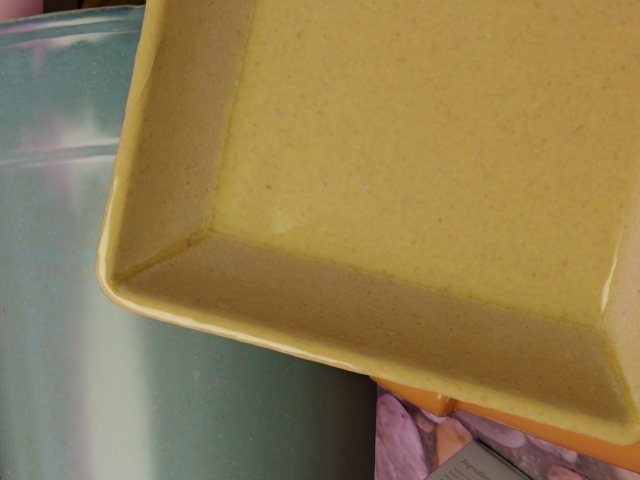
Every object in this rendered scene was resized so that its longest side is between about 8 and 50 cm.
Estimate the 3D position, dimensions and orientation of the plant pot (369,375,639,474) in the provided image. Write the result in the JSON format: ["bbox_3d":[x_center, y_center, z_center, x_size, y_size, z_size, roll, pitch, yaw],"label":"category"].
[{"bbox_3d":[0.163,0.049,1.087,0.188,0.205,0.205,31,147,13],"label":"plant pot"}]

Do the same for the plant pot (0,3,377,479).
[{"bbox_3d":[-0.096,0.030,1.177,0.341,0.341,0.334,-7,86,60],"label":"plant pot"}]

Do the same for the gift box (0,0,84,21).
[{"bbox_3d":[-0.282,-0.313,1.286,0.255,0.276,0.258,11,150,-2],"label":"gift box"}]

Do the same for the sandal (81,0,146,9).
[{"bbox_3d":[-0.191,-0.179,1.483,0.317,0.126,0.138,46,156,35],"label":"sandal"}]

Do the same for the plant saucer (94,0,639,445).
[{"bbox_3d":[0.066,-0.089,0.952,0.333,0.081,0.332,14,100,11],"label":"plant saucer"}]

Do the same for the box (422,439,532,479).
[{"bbox_3d":[0.155,0.302,1.441,0.182,0.119,0.181,35,146,34],"label":"box"}]
